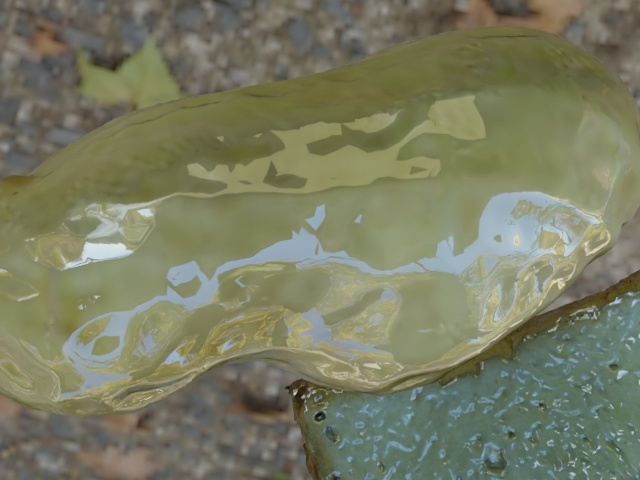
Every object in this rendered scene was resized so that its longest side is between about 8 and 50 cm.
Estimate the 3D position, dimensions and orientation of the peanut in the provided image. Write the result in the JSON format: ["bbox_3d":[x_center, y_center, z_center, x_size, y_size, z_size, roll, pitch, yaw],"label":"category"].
[{"bbox_3d":[0.000,0.000,0.806,0.319,0.147,0.147,-16,159,-20],"label":"peanut"}]

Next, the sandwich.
[{"bbox_3d":[0.140,0.166,1.193,0.273,0.249,0.095,-19,176,0],"label":"sandwich"}]
